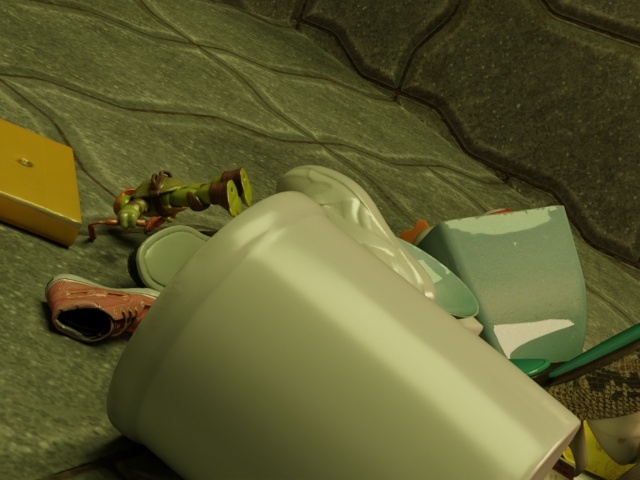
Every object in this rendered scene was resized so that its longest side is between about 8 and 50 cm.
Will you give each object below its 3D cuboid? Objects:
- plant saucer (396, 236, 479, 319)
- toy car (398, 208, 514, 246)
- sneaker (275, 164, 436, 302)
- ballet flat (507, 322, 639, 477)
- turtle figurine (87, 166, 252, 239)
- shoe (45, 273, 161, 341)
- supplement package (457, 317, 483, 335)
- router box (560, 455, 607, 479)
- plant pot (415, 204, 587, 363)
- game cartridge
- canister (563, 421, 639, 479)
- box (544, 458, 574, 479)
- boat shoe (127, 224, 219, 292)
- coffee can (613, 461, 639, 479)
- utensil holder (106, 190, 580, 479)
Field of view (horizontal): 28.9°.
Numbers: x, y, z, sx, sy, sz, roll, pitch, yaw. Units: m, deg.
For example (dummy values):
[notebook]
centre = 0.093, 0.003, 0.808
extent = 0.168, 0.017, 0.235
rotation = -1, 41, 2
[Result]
[plant saucer]
centre = 0.127, 0.058, 1.709
extent = 0.195, 0.037, 0.195
rotation = 28, 19, -10
[toy car]
centre = 0.272, 0.015, 2.455
extent = 0.238, 0.210, 0.219
rotation = 20, 5, 10
[sneaker]
centre = 0.000, 0.000, 1.573
extent = 0.169, 0.108, 0.292
rotation = -3, 38, -46
[ballet flat]
centre = 0.316, 0.212, 1.589
extent = 0.164, 0.483, 0.182
rotation = -20, 88, -44
[turtle figurine]
centre = -0.216, -0.062, 1.836
extent = 0.217, 0.087, 0.269
rotation = -8, 1, 14
[shoe]
centre = -0.253, 0.096, 1.542
extent = 0.178, 0.063, 0.081
rotation = 16, 22, -24
[supplement package]
centre = 0.050, 0.128, 1.751
extent = 0.293, 0.177, 0.175
rotation = 12, 26, -48
[router box]
centre = 0.456, 0.418, 1.769
extent = 0.335, 0.082, 0.301
rotation = 30, 17, -2
[plant pot]
centre = 0.279, 0.120, 1.973
extent = 0.248, 0.247, 0.252
rotation = -8, 66, -28
[game cartridge]
centre = -0.503, -0.120, 1.771
extent = 0.324, 0.052, 0.285
rotation = 21, 19, -22
[canister]
centre = 0.386, 0.266, 1.816
extent = 0.126, 0.073, 0.170
rotation = 26, 16, -16
[box]
centre = 0.176, 0.296, 1.532
extent = 0.232, 0.148, 0.127
rotation = 32, 17, 5
[boat shoe]
centre = -0.183, 0.037, 1.782
extent = 0.091, 0.114, 0.302
rotation = -12, -7, 32
[coffee can]
centre = 0.451, 0.398, 1.498
extent = 0.275, 0.201, 0.201
rotation = 54, 24, 18
[utensil holder]
centre = 0.026, 0.190, 1.305
extent = 0.385, 0.327, 0.327
rotation = 38, 18, 16
